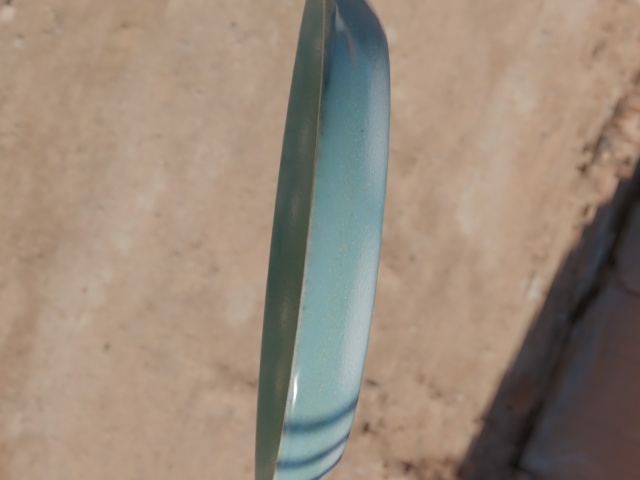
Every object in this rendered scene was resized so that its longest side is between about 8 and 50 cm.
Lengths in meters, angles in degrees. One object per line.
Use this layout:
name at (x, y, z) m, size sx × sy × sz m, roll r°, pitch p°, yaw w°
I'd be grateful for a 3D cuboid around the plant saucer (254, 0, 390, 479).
plant saucer at (0.000, 0.000, 0.991) m, size 0.317 × 0.043 × 0.318 m, roll -174°, pitch -90°, yaw -85°
